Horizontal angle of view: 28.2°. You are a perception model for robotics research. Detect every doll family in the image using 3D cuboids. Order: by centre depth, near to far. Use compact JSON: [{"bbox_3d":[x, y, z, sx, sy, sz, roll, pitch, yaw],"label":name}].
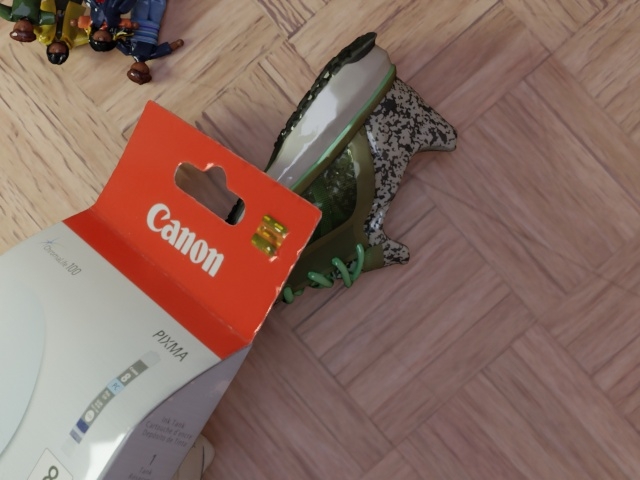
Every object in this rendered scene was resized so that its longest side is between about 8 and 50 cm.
[{"bbox_3d":[-0.242,-0.229,1.342,0.193,0.076,0.111,5,80,0],"label":"doll family"}]

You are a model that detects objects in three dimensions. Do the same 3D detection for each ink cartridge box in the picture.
[{"bbox_3d":[-0.206,0.068,1.199,0.308,0.091,0.385,34,96,43],"label":"ink cartridge box"}]

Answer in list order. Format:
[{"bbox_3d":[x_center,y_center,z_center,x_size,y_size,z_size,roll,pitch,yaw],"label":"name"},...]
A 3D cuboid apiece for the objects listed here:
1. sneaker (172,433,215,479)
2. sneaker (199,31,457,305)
[{"bbox_3d":[-0.181,0.316,1.260,0.111,0.129,0.297,33,108,31],"label":"sneaker"},{"bbox_3d":[0.000,0.000,1.280,0.182,0.158,0.410,33,90,-7],"label":"sneaker"}]
